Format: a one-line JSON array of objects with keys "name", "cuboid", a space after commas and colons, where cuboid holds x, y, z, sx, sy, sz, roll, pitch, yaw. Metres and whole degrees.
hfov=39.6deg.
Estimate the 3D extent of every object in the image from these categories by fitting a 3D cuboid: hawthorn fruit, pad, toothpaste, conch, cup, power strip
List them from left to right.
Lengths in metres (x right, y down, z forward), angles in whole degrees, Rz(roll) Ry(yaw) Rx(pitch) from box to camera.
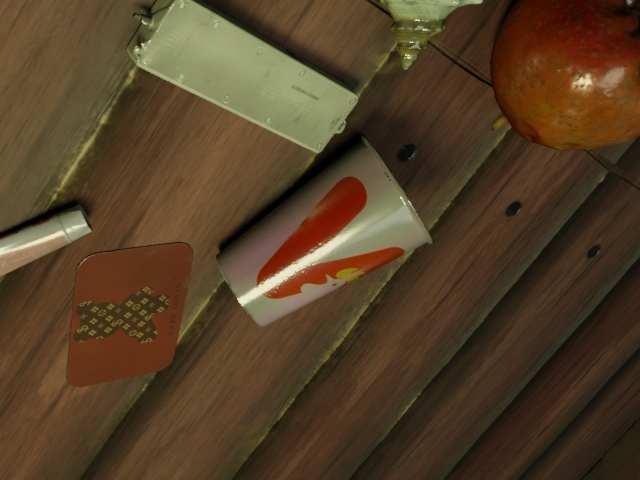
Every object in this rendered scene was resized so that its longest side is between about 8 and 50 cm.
[{"name": "toothpaste", "cuboid": [-0.396, 0.012, 1.163, 0.194, 0.043, 0.067, -25, 139, -7]}, {"name": "pad", "cuboid": [-0.292, 0.116, 1.355, 0.181, 0.004, 0.267, -8, 130, -31]}, {"name": "power strip", "cuboid": [-0.095, -0.218, 1.164, 0.367, 0.043, 0.106, 21, 112, -45]}, {"name": "cup", "cuboid": [0.000, 0.000, 1.336, 0.288, 0.203, 0.203, -32, 139, 3]}, {"name": "conch", "cuboid": [0.163, -0.341, 1.192, 0.234, 0.114, 0.137, -53, 151, 7]}, {"name": "hawthorn fruit", "cuboid": [0.369, -0.252, 1.323, 0.277, 0.277, 0.298, 12, 141, -41]}]
